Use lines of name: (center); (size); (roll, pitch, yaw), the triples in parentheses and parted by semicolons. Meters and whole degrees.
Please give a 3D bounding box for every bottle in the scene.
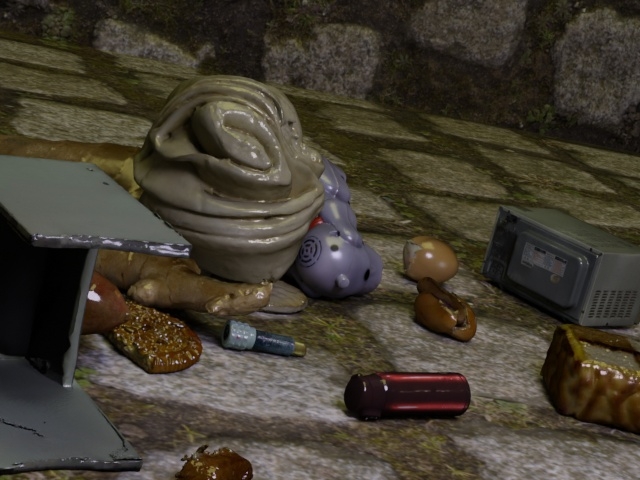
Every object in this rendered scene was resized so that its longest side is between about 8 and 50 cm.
bottle: (0.105, 0.190, 1.633); (0.164, 0.060, 0.060); (4, 18, -33)

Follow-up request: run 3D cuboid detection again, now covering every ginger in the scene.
ginger: (-0.205, 0.048, 1.792); (0.333, 0.081, 0.148); (20, 14, 38)
ginger: (-0.384, -0.066, 2.069); (0.375, 0.166, 0.236); (-3, 50, 8)

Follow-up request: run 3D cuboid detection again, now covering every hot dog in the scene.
hot dog: (0.187, 0.103, 2.019); (0.089, 0.060, 0.140); (15, 11, -16)

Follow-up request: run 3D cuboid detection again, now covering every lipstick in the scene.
lipstick: (-0.068, 0.131, 1.727); (0.116, 0.037, 0.037); (13, 14, -20)

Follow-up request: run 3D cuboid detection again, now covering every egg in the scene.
egg: (0.184, 0.033, 2.229); (0.096, 0.080, 0.080); (7, 16, -14)

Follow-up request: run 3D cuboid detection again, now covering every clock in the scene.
clock: (0.001, -0.001, 2.054); (0.189, 0.189, 0.254); (5, 30, -32)

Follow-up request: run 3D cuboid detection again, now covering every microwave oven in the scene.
microwave oven: (0.418, 0.045, 2.285); (0.194, 0.145, 0.240); (-2, 22, -40)

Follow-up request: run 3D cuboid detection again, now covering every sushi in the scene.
sushi: (-0.109, 0.229, 1.297); (0.060, 0.061, 0.118); (11, -7, 23)

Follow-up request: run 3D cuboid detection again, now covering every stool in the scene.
stool: (-0.281, 0.066, 1.352); (0.170, 0.244, 0.269); (4, 18, -34)

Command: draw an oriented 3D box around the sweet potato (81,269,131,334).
sweet potato: (-0.411, 0.054, 1.562); (0.385, 0.109, 0.109); (7, 15, -2)

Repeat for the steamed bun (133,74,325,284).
steamed bun: (-0.141, -0.093, 1.901); (0.276, 0.289, 0.203); (10, -2, 20)

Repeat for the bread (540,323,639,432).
bread: (0.423, 0.195, 1.843); (0.222, 0.096, 0.181); (15, 17, -1)

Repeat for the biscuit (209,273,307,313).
biscuit: (-0.091, 0.073, 1.942); (0.152, 0.020, 0.152); (14, 15, -4)

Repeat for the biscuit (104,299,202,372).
biscuit: (-0.215, 0.112, 1.668); (0.126, 0.025, 0.206); (3, 19, -39)
